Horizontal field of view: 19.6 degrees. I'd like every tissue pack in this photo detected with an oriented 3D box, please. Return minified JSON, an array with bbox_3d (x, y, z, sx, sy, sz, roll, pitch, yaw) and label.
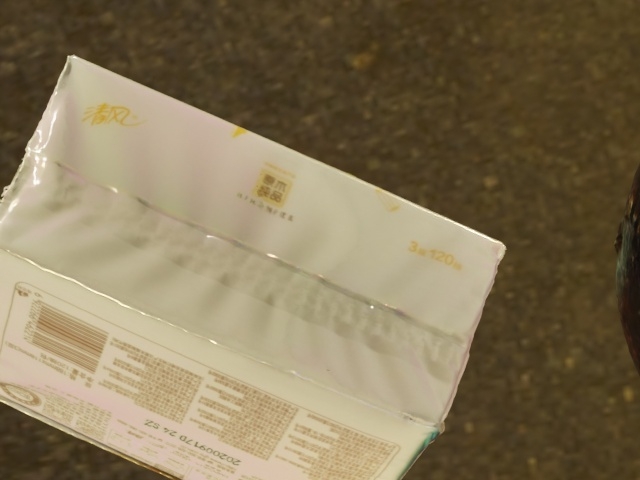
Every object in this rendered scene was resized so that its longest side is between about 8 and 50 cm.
[{"bbox_3d":[-0.051,0.038,0.914,0.225,0.185,0.124,23,61,-2],"label":"tissue pack"}]

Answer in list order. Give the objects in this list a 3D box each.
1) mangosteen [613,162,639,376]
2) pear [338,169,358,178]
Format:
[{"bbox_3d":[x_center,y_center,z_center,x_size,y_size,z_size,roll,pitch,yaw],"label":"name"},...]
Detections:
[{"bbox_3d":[0.316,0.004,1.002,0.330,0.330,0.330,13,71,-41],"label":"mangosteen"},{"bbox_3d":[0.000,0.000,1.144,0.092,0.097,0.092,1,86,-12],"label":"pear"}]
